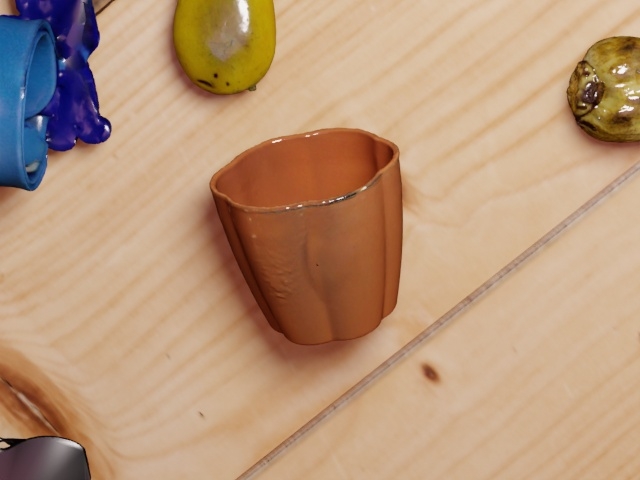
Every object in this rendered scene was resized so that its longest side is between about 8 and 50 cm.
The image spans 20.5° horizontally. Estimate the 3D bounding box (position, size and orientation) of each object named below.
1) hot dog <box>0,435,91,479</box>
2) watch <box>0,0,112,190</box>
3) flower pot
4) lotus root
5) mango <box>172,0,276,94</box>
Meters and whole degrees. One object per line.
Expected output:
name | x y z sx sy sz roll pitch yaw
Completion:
hot dog | -0.405 0.293 1.871 0.326 0.107 0.194 3 89 -4
watch | -0.305 -0.148 1.717 0.171 0.200 0.196 -3 107 7
flower pot | 0.000 0.000 1.760 0.190 0.191 0.173 -10 116 5
lotus root | 0.337 -0.141 1.748 0.190 0.094 0.108 8 126 -8
mango | -0.096 -0.224 1.753 0.103 0.076 0.161 -2 95 10
